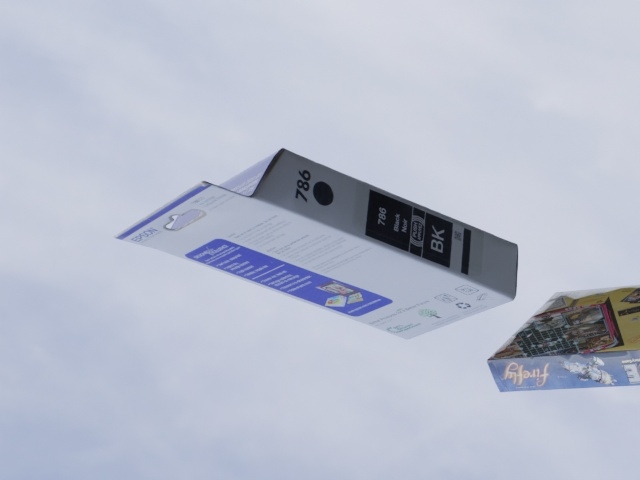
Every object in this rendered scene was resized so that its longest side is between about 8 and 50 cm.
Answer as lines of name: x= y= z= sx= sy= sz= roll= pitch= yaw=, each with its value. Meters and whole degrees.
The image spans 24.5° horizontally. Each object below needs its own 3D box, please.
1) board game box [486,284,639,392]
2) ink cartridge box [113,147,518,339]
board game box: x=0.318 y=0.098 z=1.549 sx=0.243 sy=0.042 sz=0.165 roll=-8 pitch=-160 yaw=42
ink cartridge box: x=0.000 y=0.000 z=1.319 sx=0.333 sy=0.165 sz=0.065 roll=20 pitch=-117 yaw=-31
